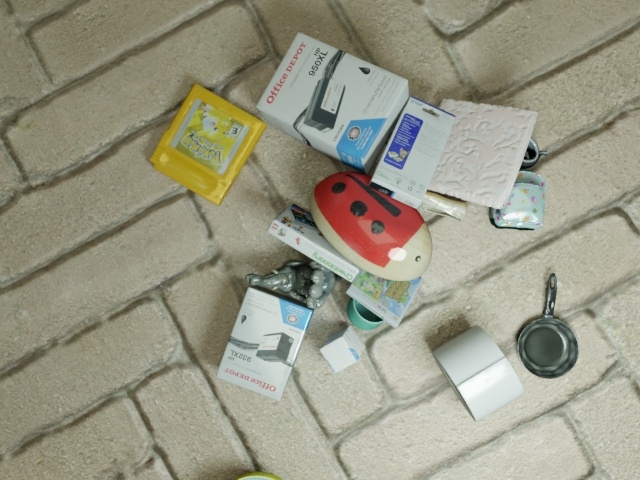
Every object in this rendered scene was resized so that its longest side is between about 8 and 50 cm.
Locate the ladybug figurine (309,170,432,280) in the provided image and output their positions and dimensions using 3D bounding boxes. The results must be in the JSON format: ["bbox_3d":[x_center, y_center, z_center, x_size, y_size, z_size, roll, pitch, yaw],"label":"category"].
[{"bbox_3d":[0.164,-0.067,1.574,0.449,0.161,0.305,37,50,8],"label":"ladybug figurine"}]

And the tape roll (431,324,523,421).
[{"bbox_3d":[0.481,0.408,1.567,0.169,0.246,0.246,-31,88,0],"label":"tape roll"}]

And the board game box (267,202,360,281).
[{"bbox_3d":[0.000,0.000,1.619,0.305,0.193,0.053,31,115,3],"label":"board game box"}]

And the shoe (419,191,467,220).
[{"bbox_3d":[0.375,-0.117,1.669,0.219,0.076,0.058,15,84,0],"label":"shoe"}]

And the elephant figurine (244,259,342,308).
[{"bbox_3d":[-0.085,0.123,1.646,0.240,0.186,0.169,3,51,27],"label":"elephant figurine"}]

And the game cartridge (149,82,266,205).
[{"bbox_3d":[-0.383,-0.324,1.712,0.285,0.052,0.323,30,88,3],"label":"game cartridge"}]

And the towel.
[{"bbox_3d":[0.475,-0.284,1.608,0.332,0.053,0.316,22,88,37],"label":"towel"}]

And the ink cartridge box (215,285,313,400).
[{"bbox_3d":[-0.176,0.326,1.645,0.223,0.129,0.307,20,89,2],"label":"ink cartridge box"}]

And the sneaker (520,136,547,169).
[{"bbox_3d":[0.584,-0.295,1.630,0.269,0.153,0.101,10,88,2],"label":"sneaker"}]

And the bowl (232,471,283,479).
[{"bbox_3d":[-0.195,0.863,1.616,0.290,0.156,0.289,0,88,1],"label":"bowl"}]

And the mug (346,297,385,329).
[{"bbox_3d":[0.164,0.225,1.648,0.158,0.097,0.129,1,60,-20],"label":"mug"}]

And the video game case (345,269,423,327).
[{"bbox_3d":[0.210,0.146,1.637,0.193,0.023,0.212,36,55,3],"label":"video game case"}]

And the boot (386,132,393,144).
[{"bbox_3d":[0.287,-0.333,1.662,0.137,0.077,0.197,-32,85,15],"label":"boot"}]

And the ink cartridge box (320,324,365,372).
[{"bbox_3d":[0.076,0.345,1.639,0.090,0.143,0.092,-34,87,18],"label":"ink cartridge box"}]

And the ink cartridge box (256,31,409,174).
[{"bbox_3d":[0.040,-0.434,1.610,0.395,0.166,0.285,29,88,14],"label":"ink cartridge box"}]

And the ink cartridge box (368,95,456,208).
[{"bbox_3d":[0.285,-0.275,1.558,0.166,0.065,0.332,26,71,3],"label":"ink cartridge box"}]

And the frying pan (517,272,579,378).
[{"bbox_3d":[0.719,0.289,1.659,0.197,0.053,0.325,-18,86,1],"label":"frying pan"}]

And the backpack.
[{"bbox_3d":[0.638,-0.133,1.631,0.166,0.144,0.188,5,85,7],"label":"backpack"}]
